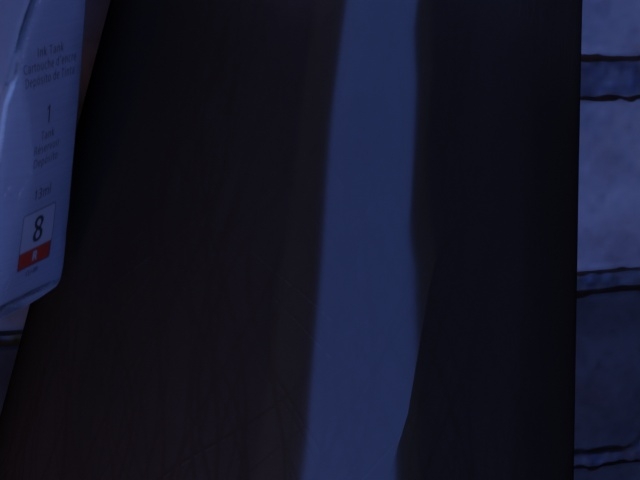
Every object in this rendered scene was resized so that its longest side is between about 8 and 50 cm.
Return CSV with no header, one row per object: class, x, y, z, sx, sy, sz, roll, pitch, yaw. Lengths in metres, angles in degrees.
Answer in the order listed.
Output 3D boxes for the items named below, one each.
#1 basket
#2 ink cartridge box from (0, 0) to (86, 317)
basket,0.000,0.000,0.456,0.204,0.154,0.226,12,106,10
ink cartridge box,-0.133,-0.081,0.402,0.145,0.045,0.179,16,114,21
